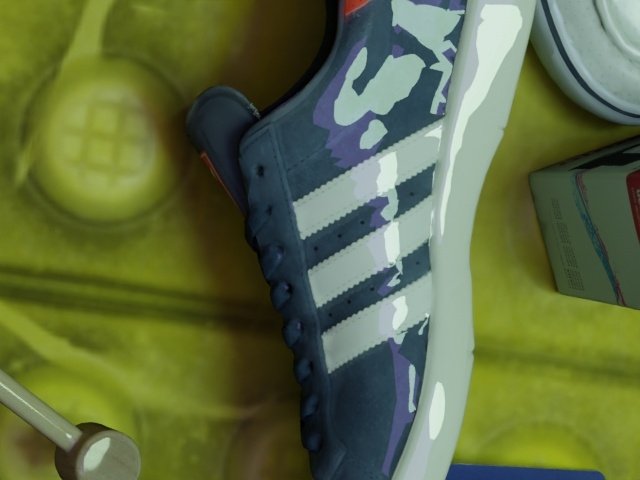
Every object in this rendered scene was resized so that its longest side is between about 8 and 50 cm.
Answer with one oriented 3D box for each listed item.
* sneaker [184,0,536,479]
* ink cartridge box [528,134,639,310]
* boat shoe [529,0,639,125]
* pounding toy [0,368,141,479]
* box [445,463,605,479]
[{"bbox_3d":[0.000,0.000,0.889,0.148,0.131,0.350,10,88,-7],"label":"sneaker"},{"bbox_3d":[0.193,-0.018,0.903,0.127,0.175,0.072,-19,97,-13],"label":"ink cartridge box"},{"bbox_3d":[0.183,-0.237,0.888,0.136,0.156,0.367,6,93,-15],"label":"boat shoe"},{"bbox_3d":[-0.194,0.119,0.863,0.206,0.094,0.181,-8,92,-23],"label":"pounding toy"},{"bbox_3d":[0.091,0.229,0.950,0.136,0.036,0.225,8,92,-36],"label":"box"}]
